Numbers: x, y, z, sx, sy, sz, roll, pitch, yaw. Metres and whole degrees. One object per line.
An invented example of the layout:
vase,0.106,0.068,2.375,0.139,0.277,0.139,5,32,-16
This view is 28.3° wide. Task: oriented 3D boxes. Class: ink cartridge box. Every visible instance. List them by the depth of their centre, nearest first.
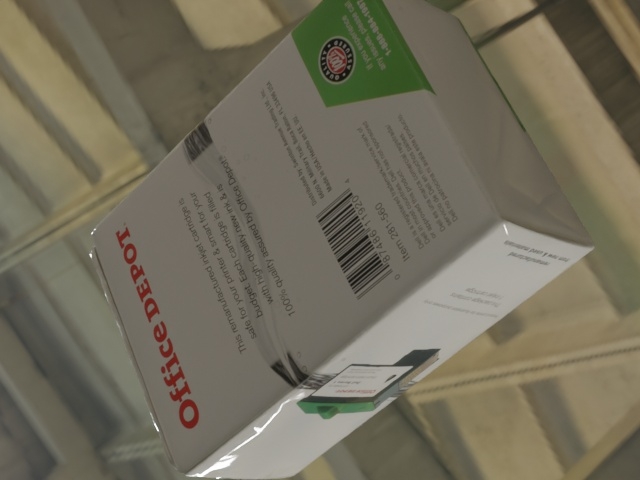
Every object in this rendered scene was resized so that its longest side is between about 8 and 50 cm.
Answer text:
ink cartridge box,0.000,0.000,0.647,0.219,0.092,0.160,-41,-122,27
